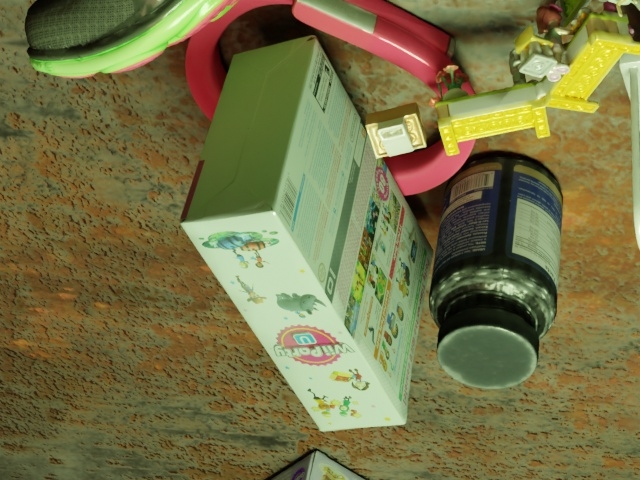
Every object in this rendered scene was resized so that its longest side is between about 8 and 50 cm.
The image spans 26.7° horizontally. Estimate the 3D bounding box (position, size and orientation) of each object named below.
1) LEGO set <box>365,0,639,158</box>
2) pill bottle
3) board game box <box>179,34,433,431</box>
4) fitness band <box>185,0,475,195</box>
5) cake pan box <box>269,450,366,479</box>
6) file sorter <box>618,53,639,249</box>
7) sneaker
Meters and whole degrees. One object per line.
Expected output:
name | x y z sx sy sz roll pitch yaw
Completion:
LEGO set | 0.166 -0.164 1.161 0.132 0.107 0.287 21 141 -36
pill bottle | 0.170 0.030 1.307 0.123 0.219 0.122 7 137 7
board game box | 0.000 0.000 1.249 0.098 0.224 0.303 -10 134 25
fitness band | 0.013 -0.146 1.291 0.291 0.054 0.209 25 139 -10
cake pan box | 0.019 0.417 1.871 0.267 0.070 0.246 34 136 -21
file sorter | 0.409 -0.063 1.140 0.278 0.173 0.193 -6 158 19
sneaker | -0.097 -0.307 1.082 0.202 0.185 0.483 47 125 -5
